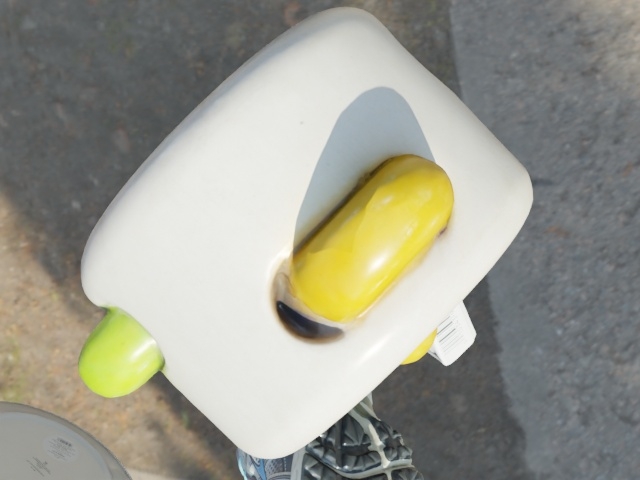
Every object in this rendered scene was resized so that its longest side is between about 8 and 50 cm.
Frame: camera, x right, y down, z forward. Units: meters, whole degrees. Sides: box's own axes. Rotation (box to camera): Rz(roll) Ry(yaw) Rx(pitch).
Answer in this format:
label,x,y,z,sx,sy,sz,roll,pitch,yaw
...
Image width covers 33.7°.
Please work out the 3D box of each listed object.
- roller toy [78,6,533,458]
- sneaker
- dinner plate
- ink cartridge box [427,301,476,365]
label,x,y,z,sx,sy,sz,roll,pitch,yaw
roller toy,0.000,0.000,0.502,0.146,0.191,0.209,45,128,1
sneaker,-0.005,0.165,0.787,0.122,0.110,0.283,-49,34,35
dinner plate,-0.165,0.136,0.611,0.141,0.141,0.017,40,111,22
ink cartridge box,0.022,-0.016,0.878,0.208,0.045,0.206,35,159,47
